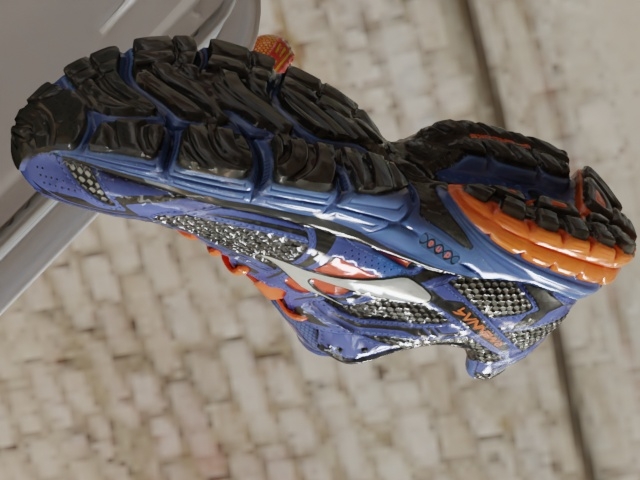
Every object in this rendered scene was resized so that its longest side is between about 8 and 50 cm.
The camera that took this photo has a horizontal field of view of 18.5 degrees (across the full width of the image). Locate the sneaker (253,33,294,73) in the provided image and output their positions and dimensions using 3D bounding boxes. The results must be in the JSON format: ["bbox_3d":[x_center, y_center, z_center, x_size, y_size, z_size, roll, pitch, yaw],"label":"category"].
[{"bbox_3d":[-0.074,-0.080,1.045,0.067,0.175,0.064,47,-120,-17],"label":"sneaker"}]

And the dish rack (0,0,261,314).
[{"bbox_3d":[-0.202,-0.094,0.751,0.285,0.072,0.333,43,-113,-2],"label":"dish rack"}]

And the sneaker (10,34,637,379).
[{"bbox_3d":[0.000,0.000,0.654,0.221,0.087,0.083,16,-152,-23],"label":"sneaker"}]
